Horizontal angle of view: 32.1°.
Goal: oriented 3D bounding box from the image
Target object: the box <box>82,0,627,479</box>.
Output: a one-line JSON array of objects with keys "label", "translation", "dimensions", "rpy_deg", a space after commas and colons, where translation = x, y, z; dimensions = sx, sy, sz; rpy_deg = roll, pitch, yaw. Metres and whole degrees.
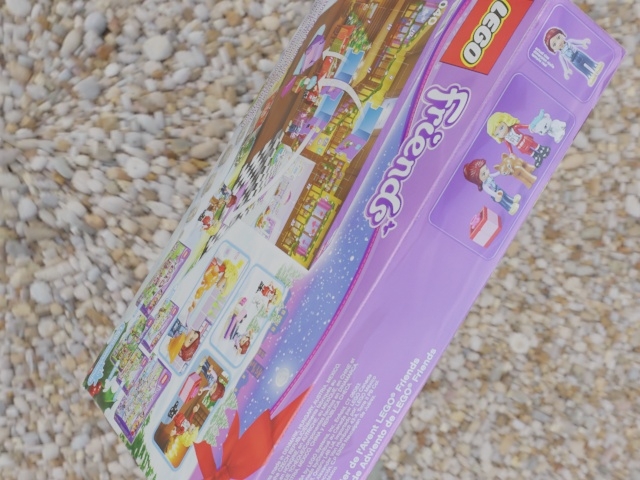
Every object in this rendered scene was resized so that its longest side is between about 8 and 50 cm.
[{"label": "box", "translation": [0.000, 0.000, 0.568], "dimensions": [0.057, 0.201, 0.293], "rpy_deg": [31, 91, -31]}]
